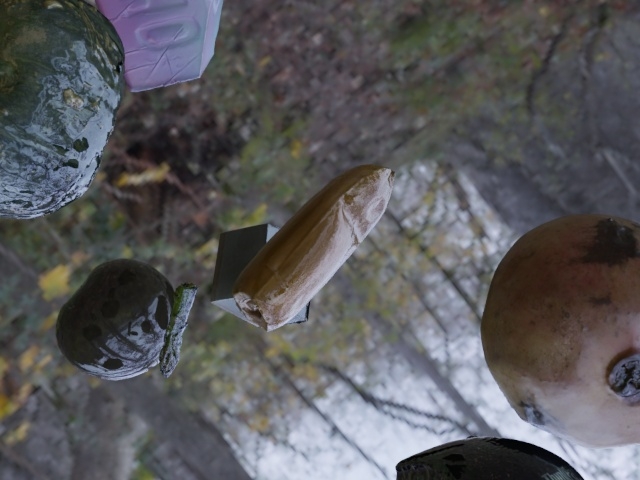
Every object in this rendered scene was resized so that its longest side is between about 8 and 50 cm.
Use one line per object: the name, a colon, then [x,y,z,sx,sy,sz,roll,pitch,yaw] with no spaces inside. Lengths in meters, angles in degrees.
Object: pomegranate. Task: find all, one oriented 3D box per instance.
pomegranate: [0.368,0.123,1.751,0.322,0.322,0.322,-36,-168,9]

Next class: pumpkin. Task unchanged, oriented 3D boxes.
pumpkin: [-0.396,-0.188,1.751,0.291,0.258,0.327,6,-103,66]

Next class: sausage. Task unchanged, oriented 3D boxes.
sausage: [-0.003,-0.002,2.247,0.116,0.134,0.354,23,-119,43]

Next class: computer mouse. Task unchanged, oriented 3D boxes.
computer mouse: [0.197,0.266,1.460,0.269,0.170,0.100,180,-80,-71]

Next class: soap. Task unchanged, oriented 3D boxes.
soap: [-0.268,-0.420,2.156,0.193,0.323,0.109,-11,-153,12]

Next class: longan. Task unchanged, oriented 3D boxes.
longan: [-0.335,0.136,2.224,0.198,0.198,0.212,-23,-150,50]

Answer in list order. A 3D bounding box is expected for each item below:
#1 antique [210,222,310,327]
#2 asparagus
antique: [-0.108,0.068,2.439,0.148,0.152,0.146,-12,-120,35]
asparagus: [-0.212,0.134,1.951,0.036,0.030,0.165,-48,157,-59]
